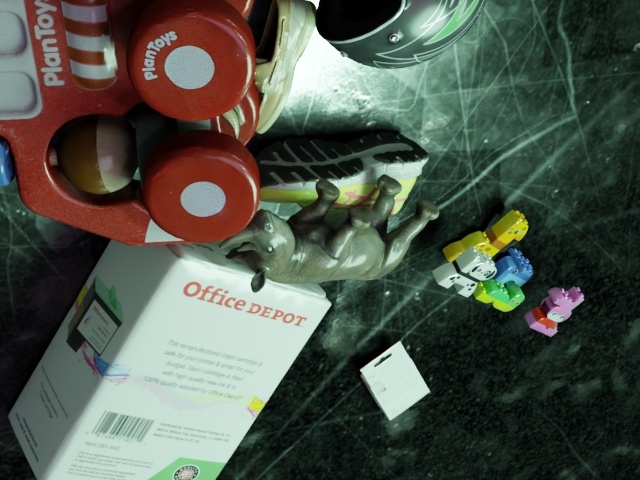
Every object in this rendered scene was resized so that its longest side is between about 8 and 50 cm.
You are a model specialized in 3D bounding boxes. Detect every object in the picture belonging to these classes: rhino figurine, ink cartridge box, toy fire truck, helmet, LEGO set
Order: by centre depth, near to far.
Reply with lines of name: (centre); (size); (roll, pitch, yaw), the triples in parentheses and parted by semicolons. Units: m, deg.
toy fire truck: (-0.179, -0.127, 1.032); (0.253, 0.169, 0.302); (-1, 128, -2)
helmet: (0.071, -0.237, 1.091); (0.169, 0.169, 0.162); (-22, 115, -19)
rhino figurine: (0.000, 0.000, 1.166); (0.243, 0.073, 0.106); (-6, 139, -45)
ink cartridge box: (-0.153, 0.119, 1.241); (0.201, 0.117, 0.278); (19, 111, -41)
LEGO set: (0.225, 0.025, 1.441); (0.227, 0.087, 0.093); (24, 123, -43)
ink cartridge box: (0.085, 0.165, 1.499); (0.063, 0.029, 0.115); (-35, 134, -5)

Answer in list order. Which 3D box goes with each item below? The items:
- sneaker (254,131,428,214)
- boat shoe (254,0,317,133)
sneaker: (0.016, -0.050, 1.254); (0.208, 0.081, 0.094); (-6, 128, -31)
boat shoe: (-0.048, -0.166, 1.149); (0.045, 0.050, 0.135); (11, 111, -29)
